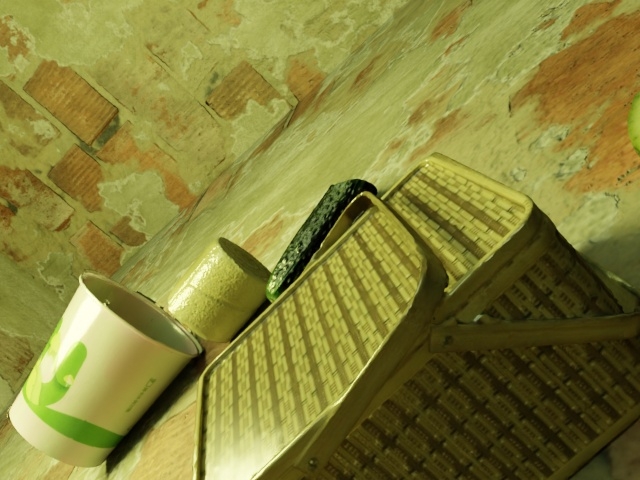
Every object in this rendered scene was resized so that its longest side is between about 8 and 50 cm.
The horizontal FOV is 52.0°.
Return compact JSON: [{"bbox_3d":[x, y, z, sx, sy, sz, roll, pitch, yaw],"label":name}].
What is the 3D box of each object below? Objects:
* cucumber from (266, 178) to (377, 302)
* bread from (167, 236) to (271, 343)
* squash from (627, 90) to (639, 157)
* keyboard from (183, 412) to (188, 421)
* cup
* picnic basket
[{"bbox_3d":[-0.001,0.000,1.007,0.241,0.074,0.074,-54,19,-17],"label":"cucumber"},{"bbox_3d":[-0.165,0.084,1.103,0.141,0.134,0.148,-50,6,6],"label":"bread"},{"bbox_3d":[0.357,-0.130,0.530,0.219,0.041,0.219,-43,21,22],"label":"squash"},{"bbox_3d":[-0.021,0.169,0.765,0.381,0.041,0.103,-31,22,25],"label":"keyboard"},{"bbox_3d":[-0.382,0.229,1.152,0.274,0.253,0.253,-55,18,-1],"label":"cup"},{"bbox_3d":[0.059,0.091,0.504,0.313,0.175,0.228,-44,17,7],"label":"picnic basket"}]
